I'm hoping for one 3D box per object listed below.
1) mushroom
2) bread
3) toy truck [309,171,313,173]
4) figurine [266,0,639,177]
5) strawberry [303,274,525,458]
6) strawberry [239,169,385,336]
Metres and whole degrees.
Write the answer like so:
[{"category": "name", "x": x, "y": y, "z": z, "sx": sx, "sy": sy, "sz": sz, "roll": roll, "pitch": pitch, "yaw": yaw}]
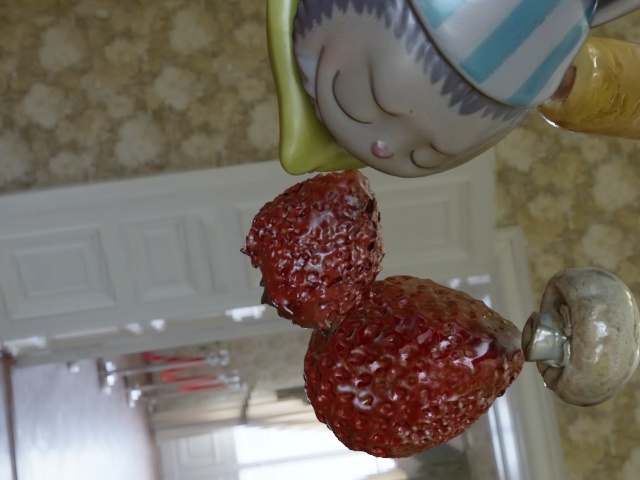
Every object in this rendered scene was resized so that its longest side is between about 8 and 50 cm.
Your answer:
[{"category": "mushroom", "x": 0.296, "y": 0.107, "z": 1.296, "sx": 0.166, "sy": 0.127, "sz": 0.166, "roll": -169, "pitch": -90, "yaw": -81}, {"category": "bread", "x": 0.416, "y": -0.179, "z": 1.430, "sx": 0.142, "sy": 0.305, "sz": 0.091, "roll": -60, "pitch": -141, "yaw": 41}, {"category": "toy truck", "x": -0.006, "y": -0.170, "z": 1.837, "sx": 0.063, "sy": 0.123, "sz": 0.052, "roll": 38, "pitch": 15, "yaw": -31}, {"category": "figurine", "x": 0.177, "y": -0.202, "z": 1.066, "sx": 0.361, "sy": 0.378, "sz": 0.266, "roll": -34, "pitch": 117, "yaw": -44}, {"category": "strawberry", "x": 0.135, "y": 0.166, "z": 1.663, "sx": 0.310, "sy": 0.292, "sz": 0.291, "roll": -56, "pitch": -152, "yaw": 31}, {"category": "strawberry", "x": 0.000, "y": 0.000, "z": 1.413, "sx": 0.201, "sy": 0.184, "sz": 0.187, "roll": -60, "pitch": 172, "yaw": 31}]
